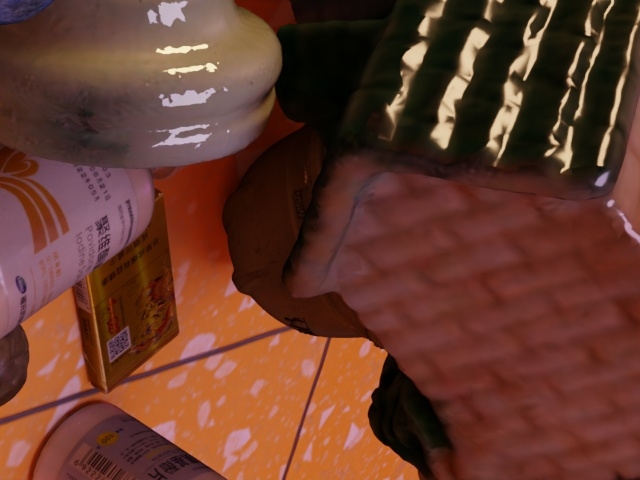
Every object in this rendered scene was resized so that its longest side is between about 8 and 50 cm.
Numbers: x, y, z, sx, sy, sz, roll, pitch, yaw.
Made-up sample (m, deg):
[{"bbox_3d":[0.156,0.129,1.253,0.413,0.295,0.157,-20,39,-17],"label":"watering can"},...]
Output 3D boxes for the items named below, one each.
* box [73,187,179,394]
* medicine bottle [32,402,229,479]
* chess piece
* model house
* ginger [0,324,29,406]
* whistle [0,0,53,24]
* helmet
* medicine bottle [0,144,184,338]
[{"bbox_3d":[-0.149,0.039,1.237,0.089,0.022,0.156,-41,146,-31],"label":"box"},{"bbox_3d":[-0.126,0.211,1.257,0.103,0.187,0.102,-39,145,-35],"label":"medicine bottle"},{"bbox_3d":[-0.112,-0.208,0.919,0.195,0.195,0.299,-26,128,-48],"label":"chess piece"},{"bbox_3d":[0.125,-0.114,1.103,0.400,0.395,0.445,49,44,-31],"label":"model house"},{"bbox_3d":[-0.269,0.123,1.054,0.204,0.080,0.104,-49,156,-26],"label":"ginger"},{"bbox_3d":[-0.170,-0.136,0.831,0.090,0.090,0.158,-34,151,-41],"label":"whistle"},{"bbox_3d":[-0.001,0.002,1.327,0.257,0.137,0.204,23,55,-60],"label":"helmet"},{"bbox_3d":[-0.168,-0.033,1.040,0.252,0.114,0.114,-39,145,-37],"label":"medicine bottle"}]
